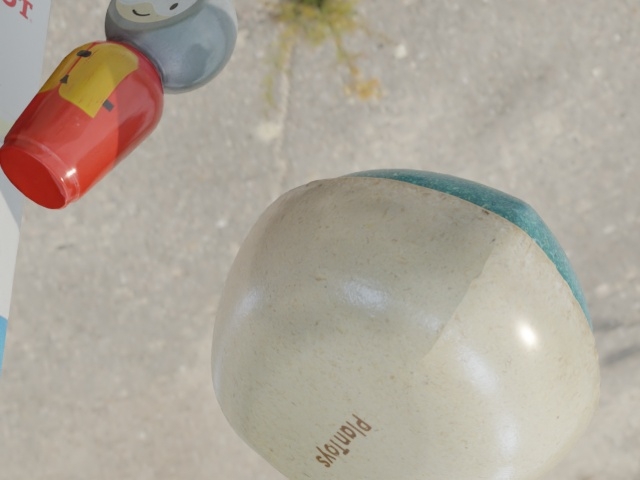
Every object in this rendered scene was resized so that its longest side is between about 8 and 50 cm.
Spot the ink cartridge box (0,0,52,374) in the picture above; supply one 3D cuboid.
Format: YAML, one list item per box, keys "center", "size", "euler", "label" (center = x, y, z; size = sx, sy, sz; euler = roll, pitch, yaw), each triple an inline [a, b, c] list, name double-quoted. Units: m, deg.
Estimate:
- center: [-0.291, -0.046, 0.869]
  size: [0.197, 0.270, 0.198]
  euler: [-8, 156, 29]
  label: "ink cartridge box"

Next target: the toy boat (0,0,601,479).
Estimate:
- center: [0.000, 0.000, 0.806]
  size: [0.318, 0.148, 0.267]
  euler: [40, 149, -4]
  label: "toy boat"
